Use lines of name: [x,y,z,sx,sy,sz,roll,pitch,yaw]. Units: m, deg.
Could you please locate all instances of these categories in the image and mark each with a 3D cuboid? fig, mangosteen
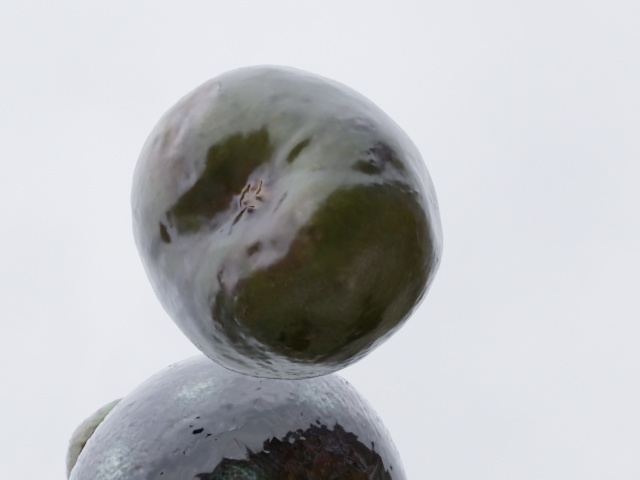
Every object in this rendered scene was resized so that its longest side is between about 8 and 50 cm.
fig: [-0.009,0.013,0.752,0.126,0.133,0.185,-58,-25,-28]
mangosteen: [-0.072,0.214,1.358,0.288,0.288,0.288,-21,-41,-19]
